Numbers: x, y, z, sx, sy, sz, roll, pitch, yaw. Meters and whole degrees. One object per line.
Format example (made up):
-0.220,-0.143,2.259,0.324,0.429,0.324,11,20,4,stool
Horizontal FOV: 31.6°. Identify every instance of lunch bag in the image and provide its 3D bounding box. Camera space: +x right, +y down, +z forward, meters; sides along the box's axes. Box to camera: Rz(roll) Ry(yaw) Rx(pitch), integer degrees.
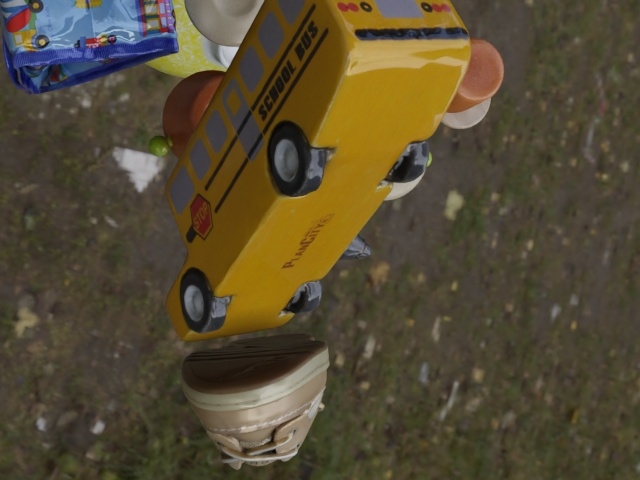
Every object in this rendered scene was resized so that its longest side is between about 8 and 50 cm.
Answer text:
-0.238,-0.254,1.012,0.138,0.293,0.221,-10,95,-20,lunch bag

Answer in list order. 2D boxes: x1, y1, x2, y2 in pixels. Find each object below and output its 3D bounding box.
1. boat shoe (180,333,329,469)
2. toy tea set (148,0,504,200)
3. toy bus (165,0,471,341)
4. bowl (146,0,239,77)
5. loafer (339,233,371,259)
-0.047,0.147,1.012,0.341,0.121,0.110,17,69,-85,boat shoe
0.003,-0.141,1.063,0.336,0.124,0.200,13,90,-17,toy tea set
-0.024,-0.056,0.830,0.108,0.130,0.333,-9,151,-35,toy bus
-0.124,-0.313,1.488,0.289,0.156,0.289,-30,149,-20,bowl
0.000,0.000,1.461,0.061,0.170,0.062,27,87,-30,loafer
